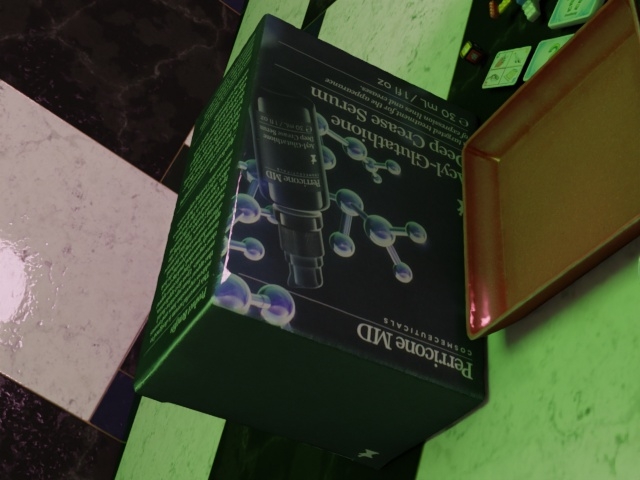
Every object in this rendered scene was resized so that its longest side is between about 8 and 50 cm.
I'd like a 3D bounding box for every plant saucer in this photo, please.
[{"bbox_3d":[0.227,-0.063,0.845,0.258,0.047,0.259,-47,28,45],"label":"plant saucer"}]

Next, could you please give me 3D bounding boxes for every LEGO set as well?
[{"bbox_3d":[0.233,-0.265,1.030,0.183,0.060,0.244,-65,19,-3],"label":"LEGO set"}]

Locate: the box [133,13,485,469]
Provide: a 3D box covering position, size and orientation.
[{"bbox_3d":[0.000,0.000,1.001,0.212,0.293,0.396,-46,30,47],"label":"box"}]

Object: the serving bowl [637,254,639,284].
[{"bbox_3d":[0.275,0.013,0.671,0.083,0.027,0.083,-53,25,38],"label":"serving bowl"}]
